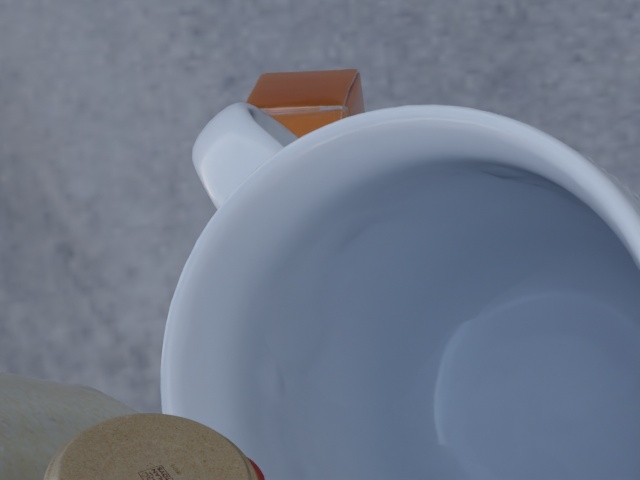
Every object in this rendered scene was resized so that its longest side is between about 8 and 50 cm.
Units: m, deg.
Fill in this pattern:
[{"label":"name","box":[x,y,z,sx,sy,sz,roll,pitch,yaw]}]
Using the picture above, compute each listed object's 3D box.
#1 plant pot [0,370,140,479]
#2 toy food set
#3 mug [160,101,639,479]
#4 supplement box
[{"label":"plant pot","box":[-0.243,0.187,1.069,0.333,0.305,0.334,-6,82,42]},{"label":"toy food set","box":[-0.060,0.094,0.725,0.083,0.082,0.020,30,132,29]},{"label":"mug","box":[0.069,0.055,1.135,0.374,0.328,0.276,44,99,20]},{"label":"supplement box","box":[0.000,0.000,1.393,0.078,0.080,0.233,-2,114,10]}]
